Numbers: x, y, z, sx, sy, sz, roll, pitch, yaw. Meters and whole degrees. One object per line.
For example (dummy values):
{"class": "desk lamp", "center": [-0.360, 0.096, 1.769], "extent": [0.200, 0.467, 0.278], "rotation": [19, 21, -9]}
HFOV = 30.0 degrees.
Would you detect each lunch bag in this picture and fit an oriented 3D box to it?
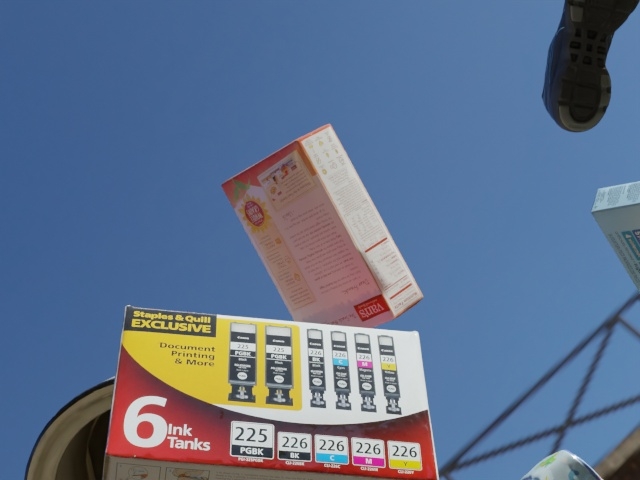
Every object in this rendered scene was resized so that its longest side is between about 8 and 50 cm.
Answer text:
{"class": "lunch bag", "center": [0.344, 0.375, 1.514], "extent": [0.090, 0.219, 0.176], "rotation": [-39, -11, -10]}

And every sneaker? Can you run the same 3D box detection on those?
{"class": "sneaker", "center": [0.344, -0.281, 1.574], "extent": [0.101, 0.106, 0.267], "rotation": [10, -75, -14]}

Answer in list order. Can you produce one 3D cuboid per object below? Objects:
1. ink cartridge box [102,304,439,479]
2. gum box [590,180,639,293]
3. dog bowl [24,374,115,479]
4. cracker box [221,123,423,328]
{"class": "ink cartridge box", "center": [-0.056, 0.168, 1.216], "extent": [0.309, 0.272, 0.130], "rotation": [5, -51, -8]}
{"class": "gum box", "center": [0.397, -0.002, 1.228], "extent": [0.157, 0.184, 0.041], "rotation": [52, -133, -29]}
{"class": "dog bowl", "center": [-0.159, 0.324, 1.525], "extent": [0.408, 0.408, 0.150], "rotation": [-61, 1, 21]}
{"class": "cracker box", "center": [0.000, 0.000, 1.404], "extent": [0.155, 0.232, 0.067], "rotation": [-25, 4, 46]}
